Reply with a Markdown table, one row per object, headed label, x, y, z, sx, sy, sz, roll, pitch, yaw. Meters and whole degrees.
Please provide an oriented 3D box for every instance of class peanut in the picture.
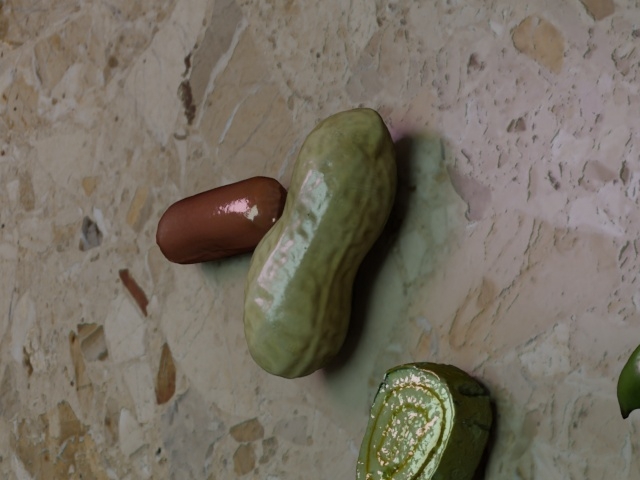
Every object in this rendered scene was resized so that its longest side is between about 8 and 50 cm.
| label | x | y | z | sx | sy | sz | roll | pitch | yaw |
| --- | --- | --- | --- | --- | --- | --- | --- | --- | --- |
| peanut | 0.000 | 0.000 | 1.789 | 0.274 | 0.111 | 0.125 | -68 | 26 | 3 |

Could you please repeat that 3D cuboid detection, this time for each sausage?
| label | x | y | z | sx | sy | sz | roll | pitch | yaw |
| --- | --- | --- | --- | --- | --- | --- | --- | --- | --- |
| sausage | -0.103 | -0.019 | 1.933 | 0.194 | 0.077 | 0.077 | -15 | 67 | 46 |

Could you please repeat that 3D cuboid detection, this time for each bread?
| label | x | y | z | sx | sy | sz | roll | pitch | yaw |
| --- | --- | --- | --- | --- | --- | --- | --- | --- | --- |
| bread | 0.091 | 0.186 | 1.656 | 0.117 | 0.064 | 0.156 | 33 | 105 | 53 |

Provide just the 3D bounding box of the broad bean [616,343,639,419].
| label | x | y | z | sx | sy | sz | roll | pitch | yaw |
| --- | --- | --- | --- | --- | --- | --- | --- | --- | --- |
| broad bean | 0.349 | 0.047 | 1.417 | 0.318 | 0.056 | 0.098 | -44 | 43 | 24 |
